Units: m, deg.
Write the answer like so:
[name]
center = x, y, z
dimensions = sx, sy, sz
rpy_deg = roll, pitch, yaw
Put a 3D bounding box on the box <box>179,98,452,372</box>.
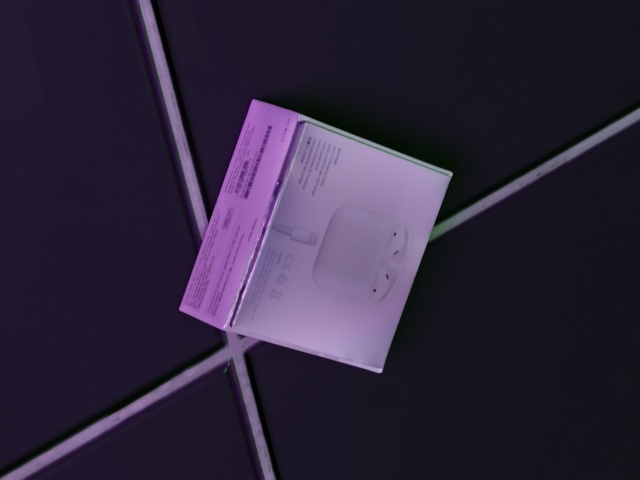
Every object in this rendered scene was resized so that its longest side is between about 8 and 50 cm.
[box]
center = 0.000, 0.000, 1.144
dimensions = 0.129, 0.051, 0.130
rpy_deg = 18, 93, -42
